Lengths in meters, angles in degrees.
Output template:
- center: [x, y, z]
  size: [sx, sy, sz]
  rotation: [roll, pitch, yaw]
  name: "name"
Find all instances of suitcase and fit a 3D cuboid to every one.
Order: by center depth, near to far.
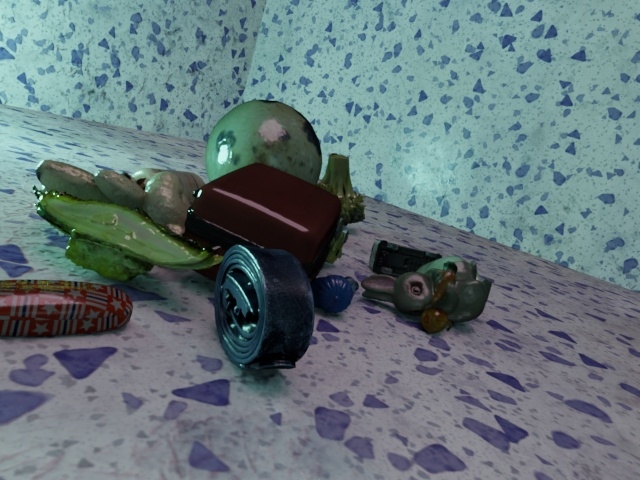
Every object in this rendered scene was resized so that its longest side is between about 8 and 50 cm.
- center: [-0.094, -0.022, 0.898]
  size: [0.236, 0.161, 0.297]
  rotation: [24, 19, 4]
  name: "suitcase"

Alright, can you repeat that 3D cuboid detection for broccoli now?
- center: [0.040, -0.176, 1.703]
  size: [0.263, 0.243, 0.247]
  rotation: [13, 17, 18]
  name: "broccoli"

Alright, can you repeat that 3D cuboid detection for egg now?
- center: [-0.168, -0.235, 1.453]
  size: [0.345, 0.345, 0.428]
  rotation: [17, 20, 0]
  name: "egg"

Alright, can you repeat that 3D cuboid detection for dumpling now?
- center: [0.300, 0.108, 1.169]
  size: [0.105, 0.149, 0.217]
  rotation: [54, 2, -28]
  name: "dumpling"

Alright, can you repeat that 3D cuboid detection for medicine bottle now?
- center: [-0.387, -0.112, 1.154]
  size: [0.114, 0.114, 0.252]
  rotation: [23, 14, 28]
  name: "medicine bottle"

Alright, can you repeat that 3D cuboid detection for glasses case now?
- center: [-0.315, 0.074, 0.571]
  size: [0.194, 0.049, 0.073]
  rotation: [6, 16, -41]
  name: "glasses case"

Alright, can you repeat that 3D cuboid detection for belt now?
- center: [-0.073, 0.084, 0.631]
  size: [0.082, 0.141, 0.190]
  rotation: [7, 16, -30]
  name: "belt"

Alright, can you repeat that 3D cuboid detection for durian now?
- center: [-0.315, -0.005, 0.764]
  size: [0.375, 0.106, 0.132]
  rotation: [16, 44, 17]
  name: "durian"

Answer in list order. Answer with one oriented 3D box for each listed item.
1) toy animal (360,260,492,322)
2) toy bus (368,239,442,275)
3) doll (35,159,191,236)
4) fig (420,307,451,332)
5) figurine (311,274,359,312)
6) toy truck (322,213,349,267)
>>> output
- center: [0.212, 0.111, 1.006]
  size: [0.251, 0.127, 0.125]
  rotation: [-5, -5, -8]
  name: "toy animal"
- center: [0.222, 0.054, 1.299]
  size: [0.194, 0.087, 0.089]
  rotation: [12, 3, -16]
  name: "toy bus"
- center: [-0.358, -0.075, 0.893]
  size: [0.278, 0.149, 0.175]
  rotation: [19, 0, -18]
  name: "doll"
- center: [0.226, 0.156, 0.945]
  size: [0.083, 0.050, 0.050]
  rotation: [24, 5, -40]
  name: "fig"
- center: [0.035, 0.099, 0.909]
  size: [0.079, 0.077, 0.136]
  rotation: [40, 13, 28]
  name: "figurine"
- center: [0.000, 0.000, 1.126]
  size: [0.085, 0.116, 0.191]
  rotation: [19, -12, 15]
  name: "toy truck"
